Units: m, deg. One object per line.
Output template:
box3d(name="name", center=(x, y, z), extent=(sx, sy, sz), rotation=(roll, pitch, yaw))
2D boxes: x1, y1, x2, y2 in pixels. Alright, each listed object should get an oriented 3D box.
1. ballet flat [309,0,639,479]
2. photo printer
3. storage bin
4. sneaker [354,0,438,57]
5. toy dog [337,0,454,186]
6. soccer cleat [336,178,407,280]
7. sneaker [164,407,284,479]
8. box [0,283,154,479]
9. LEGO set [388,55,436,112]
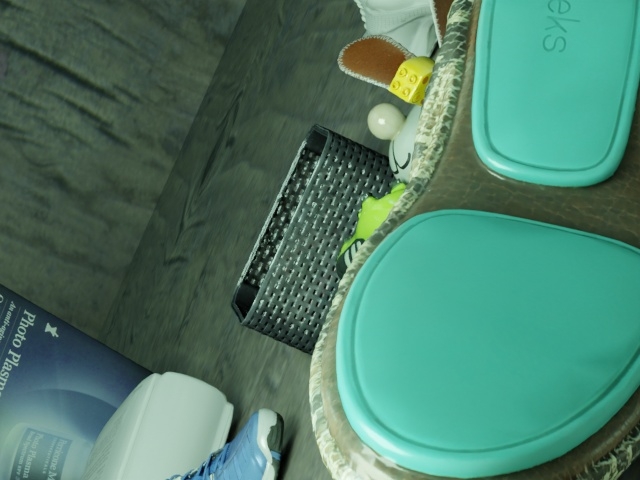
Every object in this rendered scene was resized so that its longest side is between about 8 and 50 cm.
box3d(name="ballet flat", center=(0.101, 0.022, 0.908), extent=(0.483, 0.164, 0.182), rotation=(-71, -11, -52))
box3d(name="photo printer", center=(-0.197, 0.309, 1.751), extent=(0.256, 0.107, 0.308), rotation=(131, 159, -57))
box3d(name="storage bin", center=(0.000, 0.000, 1.533), extent=(0.180, 0.084, 0.122), rotation=(-64, 11, 4))
box3d(name="sneaker", center=(0.068, -0.222, 1.592), extent=(0.232, 0.115, 0.090), rotation=(-41, 27, 65))
box3d(name="toy dog", center=(0.091, -0.206, 1.327), extent=(0.220, 0.161, 0.334), rotation=(-57, 14, 42))
box3d(name="soccer cleat", center=(0.051, 0.018, 1.318), extent=(0.060, 0.072, 0.179), rotation=(-25, -16, -12))
box3d(name="sneaker", center=(-0.096, 0.225, 1.516), extent=(0.211, 0.081, 0.080), rotation=(-59, 11, 24))
box3d(name="box", center=(-0.329, 0.249, 1.956), extent=(0.182, 0.294, 0.296), rotation=(-26, 39, 48))
box3d(name="LEGO set", center=(0.105, -0.106, 1.144), extent=(0.087, 0.093, 0.227), rotation=(34, 104, 35))
